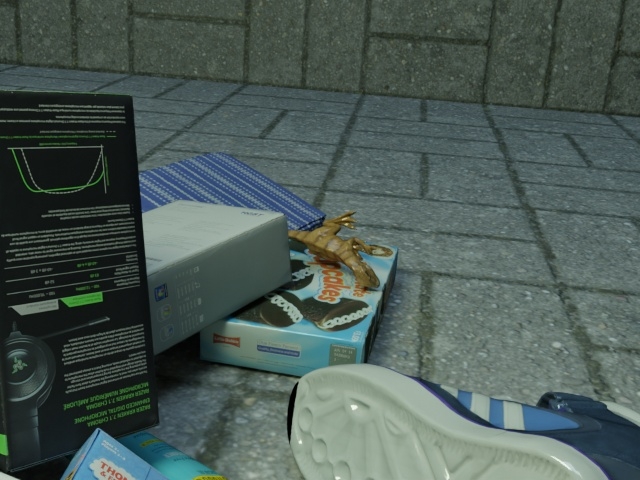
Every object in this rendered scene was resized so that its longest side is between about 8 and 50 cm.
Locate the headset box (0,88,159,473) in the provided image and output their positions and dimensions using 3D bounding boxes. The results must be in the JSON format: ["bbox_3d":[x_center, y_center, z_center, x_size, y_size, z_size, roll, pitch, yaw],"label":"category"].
[{"bbox_3d":[-0.262,0.033,0.669,0.246,0.283,0.131,1,7,44],"label":"headset box"}]

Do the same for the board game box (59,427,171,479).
[{"bbox_3d":[-0.113,0.227,0.495,0.160,0.039,0.211,39,18,-9],"label":"board game box"}]

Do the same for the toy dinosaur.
[{"bbox_3d":[0.000,0.000,1.055,0.211,0.064,0.112,19,25,36],"label":"toy dinosaur"}]

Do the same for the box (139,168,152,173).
[{"bbox_3d":[-0.278,-0.052,1.336,0.183,0.059,0.232,12,22,21],"label":"box"}]

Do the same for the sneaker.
[{"bbox_3d":[0.153,0.186,0.701,0.236,0.130,0.322,9,-1,-44],"label":"sneaker"}]

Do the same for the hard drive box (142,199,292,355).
[{"bbox_3d":[-0.173,0.030,0.927,0.181,0.089,0.232,9,23,35],"label":"hard drive box"}]

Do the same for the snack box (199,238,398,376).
[{"bbox_3d":[-0.012,0.072,1.038,0.187,0.060,0.322,8,20,9],"label":"snack box"}]

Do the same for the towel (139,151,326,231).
[{"bbox_3d":[-0.158,-0.047,1.272,0.243,0.040,0.336,33,27,15],"label":"towel"}]

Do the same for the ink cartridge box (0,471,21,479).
[{"bbox_3d":[-0.315,0.209,0.474,0.207,0.119,0.353,17,22,13],"label":"ink cartridge box"}]

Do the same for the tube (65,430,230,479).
[{"bbox_3d":[-0.126,0.197,0.680,0.207,0.052,0.080,16,-2,28],"label":"tube"}]
